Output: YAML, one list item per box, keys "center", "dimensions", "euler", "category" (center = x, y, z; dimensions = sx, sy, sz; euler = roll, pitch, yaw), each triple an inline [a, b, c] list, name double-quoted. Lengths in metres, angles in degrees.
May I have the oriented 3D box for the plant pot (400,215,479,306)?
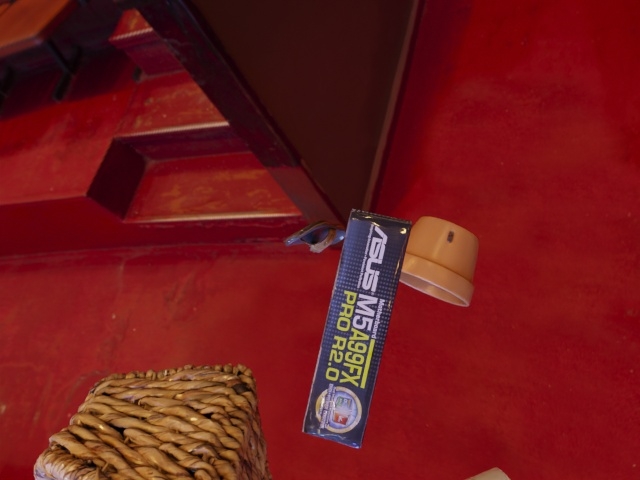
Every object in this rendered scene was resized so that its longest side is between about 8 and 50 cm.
- center: [0.366, 0.057, 1.573]
  dimensions: [0.291, 0.291, 0.203]
  euler: [20, 80, 34]
  category: "plant pot"

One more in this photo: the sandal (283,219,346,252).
- center: [0.000, 0.000, 1.175]
  dimensions: [0.090, 0.219, 0.060]
  euler: [-34, 72, 23]
  category: "sandal"

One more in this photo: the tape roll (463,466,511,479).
- center: [0.367, 0.601, 0.969]
  dimensions: [0.100, 0.286, 0.286]
  euler: [-22, 54, -2]
  category: "tape roll"

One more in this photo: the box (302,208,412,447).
- center: [0.048, 0.081, 0.586]
  dimensions: [0.060, 0.270, 0.216]
  euler: [12, 90, 6]
  category: "box"

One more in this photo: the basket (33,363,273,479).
- center: [-0.158, 0.301, 0.472]
  dimensions: [0.214, 0.299, 0.223]
  euler: [-5, 22, 3]
  category: "basket"
